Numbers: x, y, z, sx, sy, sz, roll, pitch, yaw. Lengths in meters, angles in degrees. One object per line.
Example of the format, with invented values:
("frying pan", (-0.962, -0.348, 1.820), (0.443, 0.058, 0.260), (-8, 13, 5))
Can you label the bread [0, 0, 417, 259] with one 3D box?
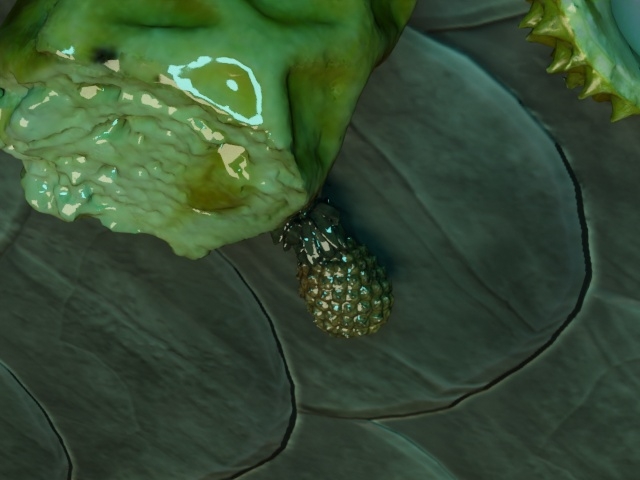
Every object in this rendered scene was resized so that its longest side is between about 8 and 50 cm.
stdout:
("bread", (-0.066, -0.135, 0.937), (0.196, 0.252, 0.238), (38, 140, -25))

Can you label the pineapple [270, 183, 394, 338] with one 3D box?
("pineapple", (0.000, 0.000, 1.181), (0.074, 0.074, 0.159), (-10, 124, 29))

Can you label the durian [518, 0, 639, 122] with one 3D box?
("durian", (0.179, -0.186, 0.851), (0.166, 0.172, 0.306), (-7, 117, 22))
